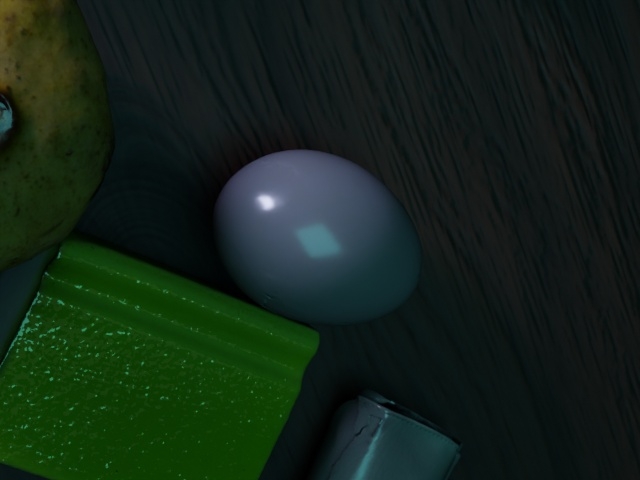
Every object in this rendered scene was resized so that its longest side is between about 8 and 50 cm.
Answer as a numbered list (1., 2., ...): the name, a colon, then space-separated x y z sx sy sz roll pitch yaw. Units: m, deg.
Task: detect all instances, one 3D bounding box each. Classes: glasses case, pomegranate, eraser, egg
1. glasses case: 0.022 0.290 1.712 0.128 0.083 0.308 22 94 -30
2. pomegranate: -0.299 -0.098 1.403 0.281 0.281 0.281 -5 104 -20
3. eraser: -0.164 0.118 1.595 0.274 0.092 0.210 25 92 -25
4. egg: 0.000 0.000 1.597 0.198 0.146 0.146 26 93 -24
